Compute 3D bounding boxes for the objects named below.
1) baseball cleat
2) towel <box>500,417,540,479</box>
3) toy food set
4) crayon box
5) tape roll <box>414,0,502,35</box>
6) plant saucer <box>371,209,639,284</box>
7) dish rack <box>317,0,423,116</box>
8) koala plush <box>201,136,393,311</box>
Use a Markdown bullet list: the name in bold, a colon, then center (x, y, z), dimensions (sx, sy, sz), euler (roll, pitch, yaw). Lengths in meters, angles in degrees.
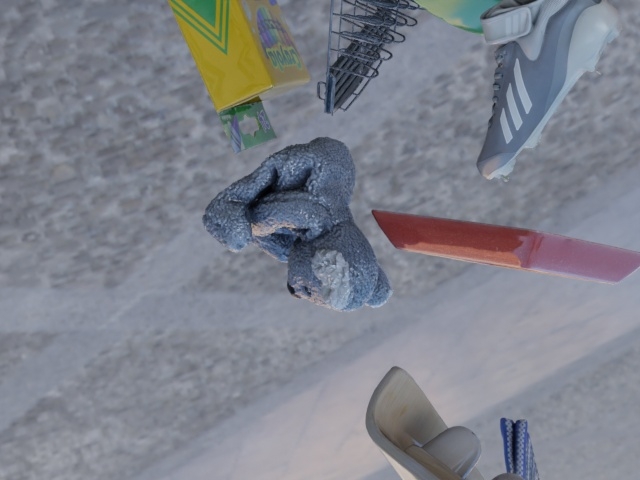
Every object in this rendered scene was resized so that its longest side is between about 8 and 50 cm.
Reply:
- **baseball cleat**: center (0.171, -0.145, 0.983), dimensions (0.206, 0.109, 0.072), euler (-56, 178, 41)
- **towel**: center (0.219, 0.375, 1.220), dimensions (0.040, 0.243, 0.336), euler (-3, 140, 16)
- **toy food set**: center (0.173, 0.210, 0.725), dimensions (0.092, 0.306, 0.219), euler (-42, 122, -12)
- **crayon box**: center (-0.110, -0.280, 1.408), dimensions (0.083, 0.323, 0.203), euler (-22, -175, 15)
- **tape roll**: center (0.170, -0.359, 1.090), dimensions (0.321, 0.321, 0.077), euler (-10, 173, -31)
- **plant saucer**: center (0.234, 0.011, 1.414), dimensions (0.258, 0.047, 0.259), euler (10, 180, -45)
- **dish rack**: center (0.069, -0.268, 1.224), dimensions (0.208, 0.074, 0.271), euler (-54, 159, -40)
- **koala plush**: center (0.000, 0.000, 1.489), dimensions (0.203, 0.221, 0.196), euler (-39, 160, 14)
